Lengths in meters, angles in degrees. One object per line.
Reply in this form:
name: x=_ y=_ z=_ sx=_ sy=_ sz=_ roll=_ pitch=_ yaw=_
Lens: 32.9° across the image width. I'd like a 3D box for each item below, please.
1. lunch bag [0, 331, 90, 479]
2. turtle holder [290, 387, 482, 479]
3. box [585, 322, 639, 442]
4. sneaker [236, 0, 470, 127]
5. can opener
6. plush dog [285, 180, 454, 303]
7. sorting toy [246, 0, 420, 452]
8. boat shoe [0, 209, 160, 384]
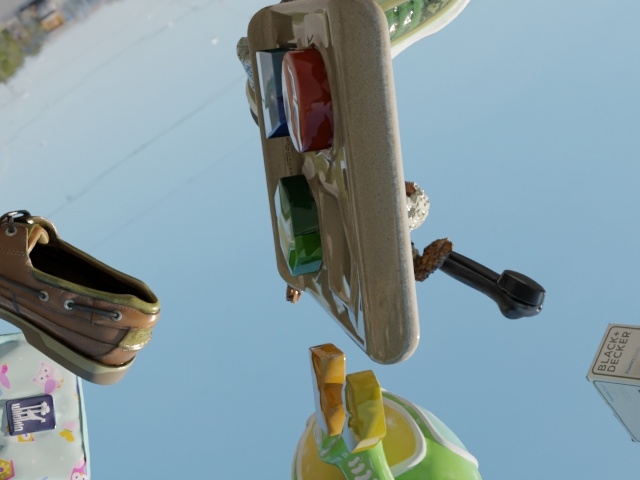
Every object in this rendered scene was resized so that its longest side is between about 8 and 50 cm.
lunch bag: x=-0.432 y=0.236 z=1.414 sx=0.262 sy=0.223 sz=0.160 roll=-9 pitch=172 yaw=6
turtle holder: x=0.059 y=0.302 z=1.303 sx=0.243 sy=0.227 sz=0.320 roll=-40 pitch=150 yaw=26
box: x=0.493 y=0.190 z=1.316 sx=0.290 sy=0.169 sz=0.087 roll=1 pitch=-128 yaw=45
sneaker: x=0.053 y=-0.303 z=1.285 sx=0.410 sy=0.158 sz=0.182 roll=-49 pitch=156 yaw=-4
can opener: x=0.247 y=0.058 z=1.606 sx=0.186 sy=0.073 sz=0.059 roll=28 pitch=-159 yaw=25
plush dog: x=0.057 y=0.014 z=1.572 sx=0.262 sy=0.225 sz=0.210 roll=13 pitch=-97 yaw=43
sorting toy: x=0.000 y=0.000 z=0.704 sx=0.041 sy=0.307 sz=0.229 roll=-10 pitch=-168 yaw=-15
boat shoe: x=-0.298 y=0.017 z=1.060 sx=0.104 sy=0.307 sz=0.111 roll=-55 pitch=-169 yaw=26
